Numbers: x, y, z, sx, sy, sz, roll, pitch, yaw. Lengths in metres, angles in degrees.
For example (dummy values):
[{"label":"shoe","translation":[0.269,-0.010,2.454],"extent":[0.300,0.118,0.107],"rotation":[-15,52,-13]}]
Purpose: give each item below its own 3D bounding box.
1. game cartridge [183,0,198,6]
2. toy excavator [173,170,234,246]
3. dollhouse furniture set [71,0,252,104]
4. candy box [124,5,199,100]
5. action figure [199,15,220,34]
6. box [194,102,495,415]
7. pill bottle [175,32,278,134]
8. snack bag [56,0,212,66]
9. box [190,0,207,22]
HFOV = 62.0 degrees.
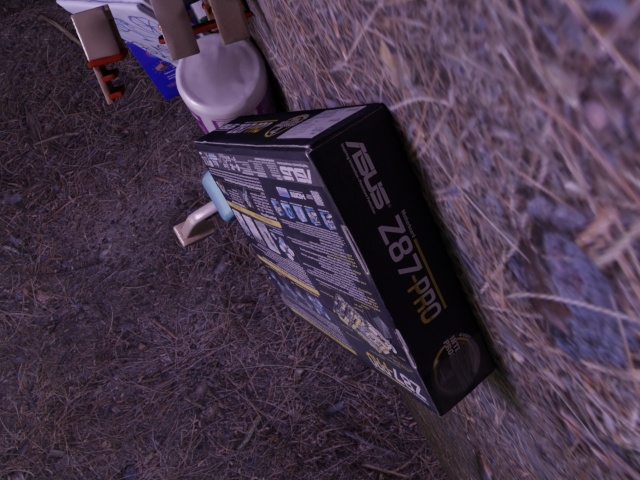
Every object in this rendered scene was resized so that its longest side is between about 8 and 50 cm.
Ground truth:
[{"label":"game cartridge","translation":[-0.353,-0.571,1.053],"extent":[0.294,0.196,0.060],"rotation":[66,-177,-64]},{"label":"toy excavator","translation":[-0.293,-0.137,1.685],"extent":[0.222,0.445,0.433],"rotation":[61,177,2]},{"label":"dollhouse furniture set","translation":[-0.236,-0.325,0.845],"extent":[0.262,0.259,0.135],"rotation":[-121,13,-61]},{"label":"candy box","translation":[-0.496,-0.666,1.836],"extent":[0.122,0.268,0.317],"rotation":[63,178,24]},{"label":"action figure","translation":[-0.250,-0.490,1.354],"extent":[0.232,0.063,0.137],"rotation":[56,177,19]},{"label":"box","translation":[0.000,0.000,0.661],"extent":[0.395,0.097,0.318],"rotation":[19,139,62]},{"label":"pill bottle","translation":[-0.175,-0.276,1.104],"extent":[0.169,0.169,0.301],"rotation":[60,176,11]},{"label":"snack bag","translation":[-0.331,-0.432,1.140],"extent":[0.323,0.037,0.342],"rotation":[21,-177,37]},{"label":"box","translation":[-0.338,-0.653,1.508],"extent":[0.178,0.042,0.109],"rotation":[62,177,-2]}]
